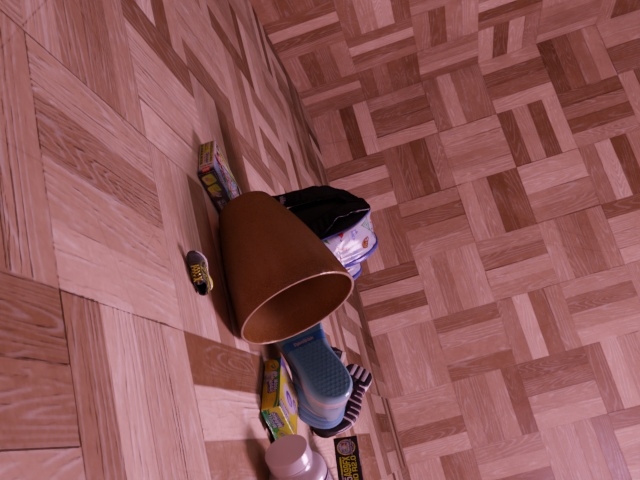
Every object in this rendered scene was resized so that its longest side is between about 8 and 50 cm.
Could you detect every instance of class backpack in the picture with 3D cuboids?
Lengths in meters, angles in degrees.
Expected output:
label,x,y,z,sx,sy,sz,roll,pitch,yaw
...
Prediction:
label,x,y,z,sx,sy,sz,roll,pitch,yaw
backpack,0.000,0.000,1.624,0.276,0.263,0.213,49,-16,55

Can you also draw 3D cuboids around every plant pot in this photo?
label,x,y,z,sx,sy,sz,roll,pitch,yaw
plant pot,-0.099,0.035,1.361,0.254,0.237,0.237,59,1,26

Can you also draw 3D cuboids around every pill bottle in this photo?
label,x,y,z,sx,sy,sz,roll,pitch,yaw
pill bottle,-0.029,0.447,1.245,0.108,0.108,0.193,-90,161,-66

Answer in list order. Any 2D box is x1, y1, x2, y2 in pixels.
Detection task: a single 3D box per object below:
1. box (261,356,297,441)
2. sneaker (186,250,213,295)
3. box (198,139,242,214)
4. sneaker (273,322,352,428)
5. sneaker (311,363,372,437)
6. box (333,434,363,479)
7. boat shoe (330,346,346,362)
label,x,y,z,sx,sy,sz,roll,pitch,yaw
box,-0.081,0.329,1.389,0.179,0.043,0.105,-89,161,-62
sneaker,-0.202,0.055,1.163,0.035,0.031,0.083,-90,161,-64
box,-0.202,-0.099,1.487,0.114,0.036,0.207,-98,169,-48
sneaker,-0.039,0.289,1.581,0.208,0.127,0.319,94,-25,-45
sneaker,0.043,0.457,1.807,0.281,0.106,0.162,-40,157,-55
box,0.080,0.624,1.620,0.216,0.060,0.270,-97,179,-51
boat shoe,0.011,0.362,1.933,0.079,0.084,0.233,34,20,-3
